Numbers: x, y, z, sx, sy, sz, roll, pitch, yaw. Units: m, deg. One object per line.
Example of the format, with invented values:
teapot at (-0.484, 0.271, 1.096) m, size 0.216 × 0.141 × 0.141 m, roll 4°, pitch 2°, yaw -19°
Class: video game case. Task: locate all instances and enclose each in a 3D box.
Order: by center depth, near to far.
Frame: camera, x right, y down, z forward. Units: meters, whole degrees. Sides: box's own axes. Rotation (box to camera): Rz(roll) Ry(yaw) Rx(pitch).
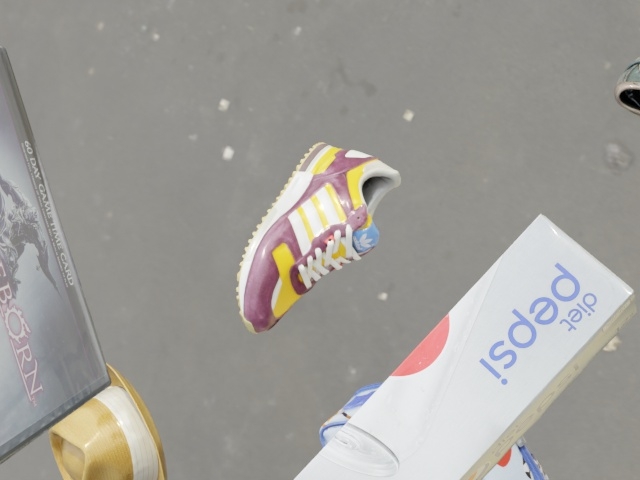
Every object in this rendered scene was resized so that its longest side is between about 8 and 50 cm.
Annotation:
video game case at (-0.182, 0.012, 0.494) m, size 0.026 × 0.274 × 0.196 m, roll -15°, pitch 96°, yaw 16°

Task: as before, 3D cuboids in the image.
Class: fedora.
fedora at (-0.234, 0.223, 1.208) m, size 0.194 × 0.079 × 0.194 m, roll 32°, pitch 132°, yaw 45°

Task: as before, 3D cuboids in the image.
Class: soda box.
soda box at (0.116, 0.121, 0.897) m, size 0.286 × 0.091 × 0.098 m, roll -47°, pitch 69°, yaw 1°

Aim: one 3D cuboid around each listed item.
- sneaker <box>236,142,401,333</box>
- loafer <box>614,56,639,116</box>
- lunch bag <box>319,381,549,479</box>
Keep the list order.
sneaker at (0.000, 0.000, 0.932) m, size 0.083 × 0.070 × 0.186 m, roll 16°, pitch 63°, yaw 22°
loafer at (0.484, -0.142, 1.391) m, size 0.267 × 0.084 × 0.096 m, roll 25°, pitch 126°, yaw 21°
lunch bag at (0.142, 0.278, 1.433) m, size 0.303 × 0.115 × 0.243 m, roll -22°, pitch 100°, yaw 54°
